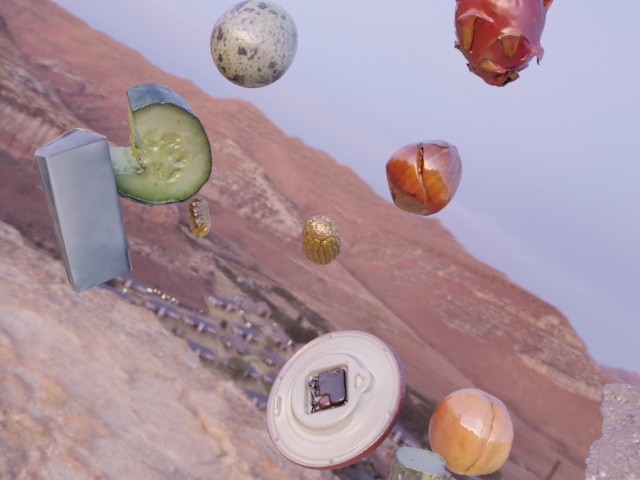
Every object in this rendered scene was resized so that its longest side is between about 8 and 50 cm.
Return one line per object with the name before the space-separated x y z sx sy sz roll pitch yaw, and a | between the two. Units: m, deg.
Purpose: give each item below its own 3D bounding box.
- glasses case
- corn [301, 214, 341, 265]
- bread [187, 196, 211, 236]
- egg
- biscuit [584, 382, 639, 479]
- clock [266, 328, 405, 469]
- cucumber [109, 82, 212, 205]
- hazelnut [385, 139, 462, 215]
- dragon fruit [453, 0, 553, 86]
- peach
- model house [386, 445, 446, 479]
glasses case | -0.379 -0.045 1.031 0.105 0.266 0.056 -25 46 -31
corn | 0.000 0.000 1.813 0.119 0.119 0.322 28 -8 9
bread | -0.255 -0.049 1.344 0.034 0.049 0.088 23 49 -55
egg | -0.101 -0.317 1.028 0.132 0.132 0.172 28 43 8
biscuit | 0.493 0.303 1.000 0.133 0.250 0.032 -10 -68 37
clock | 0.026 0.324 1.354 0.318 0.318 0.080 30 -19 49
cucumber | -0.279 -0.163 1.114 0.191 0.191 0.130 27 17 -46
hazelnut | 0.237 -0.142 1.449 0.182 0.182 0.182 28 1 -1
dragon fruit | 0.452 -0.560 1.619 0.250 0.314 0.250 8 -6 1
peach | 0.322 0.403 1.368 0.184 0.184 0.184 28 1 -1
model house | 0.109 0.296 0.764 0.066 0.083 0.079 14 2 6
